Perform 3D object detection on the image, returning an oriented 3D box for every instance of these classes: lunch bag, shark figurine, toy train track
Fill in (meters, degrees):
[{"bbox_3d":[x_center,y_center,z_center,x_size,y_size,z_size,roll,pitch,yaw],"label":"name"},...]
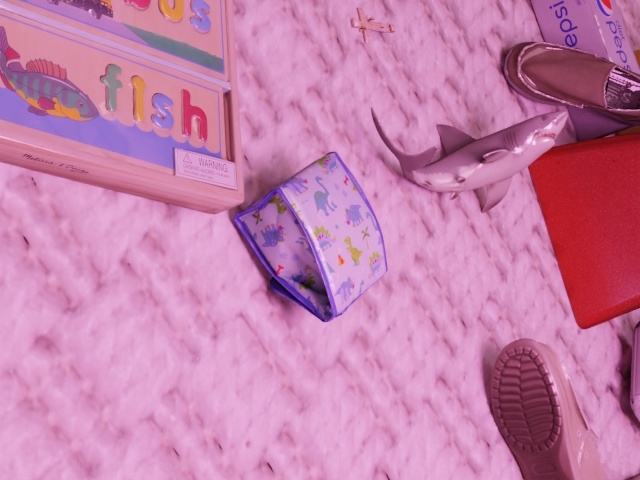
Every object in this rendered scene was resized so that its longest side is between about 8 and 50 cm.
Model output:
[{"bbox_3d":[0.000,0.000,1.380,0.151,0.096,0.129,55,41,-3],"label":"lunch bag"},{"bbox_3d":[0.167,-0.115,1.640,0.278,0.166,0.116,-10,56,-32],"label":"shark figurine"},{"bbox_3d":[0.071,-0.277,1.638,0.083,0.014,0.048,-3,77,-49],"label":"toy train track"}]

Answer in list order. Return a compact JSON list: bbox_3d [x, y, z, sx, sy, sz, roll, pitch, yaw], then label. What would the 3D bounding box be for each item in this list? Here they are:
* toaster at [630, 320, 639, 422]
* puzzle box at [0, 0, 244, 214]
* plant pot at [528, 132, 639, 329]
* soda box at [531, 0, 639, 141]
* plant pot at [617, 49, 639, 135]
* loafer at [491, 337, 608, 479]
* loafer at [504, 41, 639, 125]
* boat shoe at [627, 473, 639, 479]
[{"bbox_3d":[0.527,0.208,1.852,0.227,0.129,0.146,45,47,-42],"label":"toaster"},{"bbox_3d":[-0.242,-0.194,1.223,0.409,0.052,0.272,14,64,-45],"label":"puzzle box"},{"bbox_3d":[0.497,-0.046,1.849,0.267,0.236,0.267,-12,83,-49],"label":"plant pot"},{"bbox_3d":[0.414,-0.302,1.967,0.091,0.098,0.286,-18,88,-49],"label":"soda box"},{"bbox_3d":[0.602,-0.186,2.065,0.212,0.212,0.187,44,60,-28],"label":"plant pot"},{"bbox_3d":[0.294,0.243,1.615,0.092,0.102,0.268,-30,107,-51],"label":"loafer"},{"bbox_3d":[0.391,-0.235,1.847,0.251,0.087,0.094,13,84,-8],"label":"loafer"},{"bbox_3d":[0.457,0.380,1.645,0.132,0.130,0.355,67,22,-7],"label":"boat shoe"}]
